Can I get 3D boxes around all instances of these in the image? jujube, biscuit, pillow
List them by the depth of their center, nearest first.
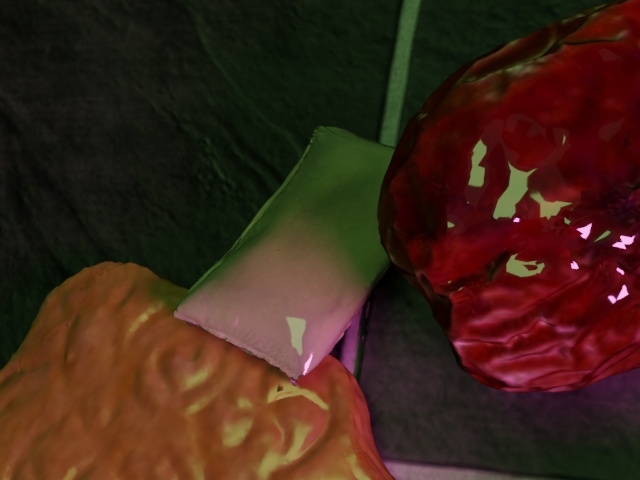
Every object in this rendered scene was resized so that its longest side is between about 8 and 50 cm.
[{"bbox_3d":[0.201,-0.056,0.756,0.342,0.216,0.216,-31,60,2],"label":"jujube"},{"bbox_3d":[-0.126,0.208,0.856,0.385,0.062,0.365,32,82,30],"label":"biscuit"},{"bbox_3d":[0.000,0.000,0.877,0.119,0.053,0.208,18,59,32],"label":"pillow"}]
